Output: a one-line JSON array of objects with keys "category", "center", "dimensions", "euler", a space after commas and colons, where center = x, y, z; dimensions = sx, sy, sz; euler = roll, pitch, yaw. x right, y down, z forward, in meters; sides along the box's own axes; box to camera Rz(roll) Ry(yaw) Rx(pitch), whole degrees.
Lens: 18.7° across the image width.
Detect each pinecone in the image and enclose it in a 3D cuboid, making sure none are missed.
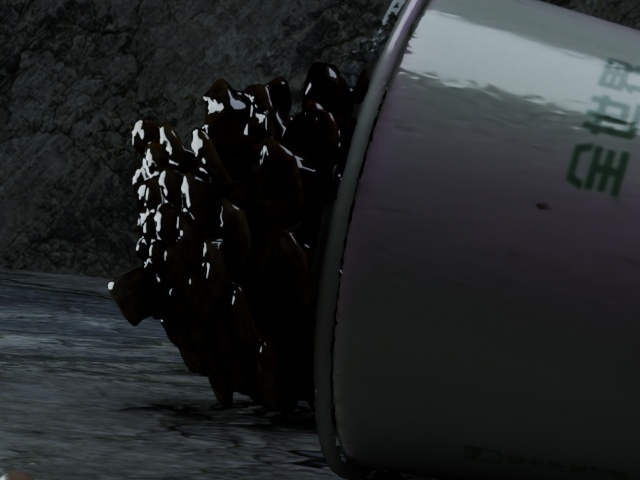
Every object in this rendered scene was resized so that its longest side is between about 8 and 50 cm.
[{"category": "pinecone", "center": [0.000, 0.000, 1.224], "dimensions": [0.273, 0.224, 0.224], "euler": [-12, 5, -17]}]

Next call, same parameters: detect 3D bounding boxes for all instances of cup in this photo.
[{"category": "cup", "center": [0.157, 0.014, 0.895], "dimensions": [0.274, 0.253, 0.253], "euler": [11, 2, 17]}]

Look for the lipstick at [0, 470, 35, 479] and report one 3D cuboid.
[{"category": "lipstick", "center": [-0.106, 0.097, 0.693], "dimensions": [0.019, 0.019, 0.094], "euler": [5, 0, -12]}]
